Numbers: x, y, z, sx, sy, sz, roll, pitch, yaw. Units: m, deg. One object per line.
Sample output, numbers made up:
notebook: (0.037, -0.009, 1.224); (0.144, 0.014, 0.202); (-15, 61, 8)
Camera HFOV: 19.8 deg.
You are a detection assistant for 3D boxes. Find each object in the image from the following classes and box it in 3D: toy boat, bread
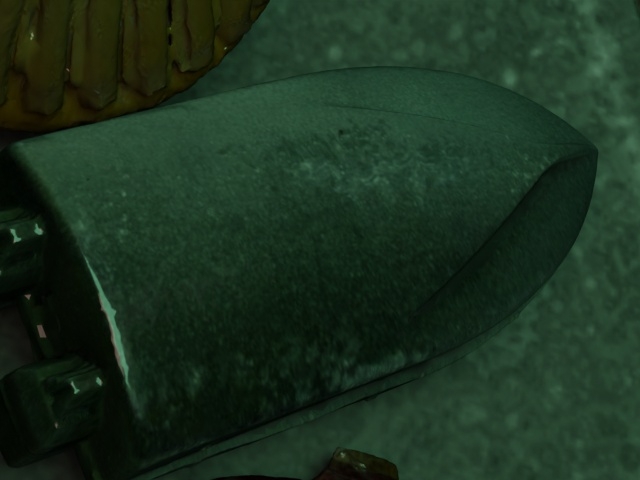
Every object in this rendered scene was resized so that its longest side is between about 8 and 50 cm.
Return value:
toy boat: (0.000, 0.000, 0.777); (0.319, 0.092, 0.141); (-17, 80, -33)
bread: (-0.116, -0.159, 0.749); (0.240, 0.139, 0.240); (6, 72, -18)

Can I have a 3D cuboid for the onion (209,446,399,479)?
onion: (0.020, 0.153, 0.727); (0.206, 0.098, 0.151); (22, 68, -14)
